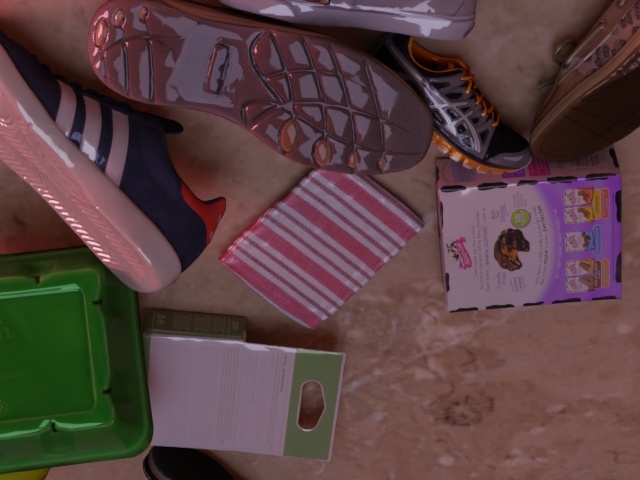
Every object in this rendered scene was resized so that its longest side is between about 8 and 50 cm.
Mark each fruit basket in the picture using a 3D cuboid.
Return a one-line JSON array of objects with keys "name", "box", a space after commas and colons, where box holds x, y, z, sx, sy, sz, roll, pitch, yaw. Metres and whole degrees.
[{"name": "fruit basket", "box": [-0.377, 0.160, 1.805, 0.392, 0.392, 0.283, -7, 85, 6]}]

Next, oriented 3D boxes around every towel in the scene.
[{"name": "towel", "box": [0.000, 0.000, 1.798, 0.144, 0.029, 0.197, 38, 114, -21]}]

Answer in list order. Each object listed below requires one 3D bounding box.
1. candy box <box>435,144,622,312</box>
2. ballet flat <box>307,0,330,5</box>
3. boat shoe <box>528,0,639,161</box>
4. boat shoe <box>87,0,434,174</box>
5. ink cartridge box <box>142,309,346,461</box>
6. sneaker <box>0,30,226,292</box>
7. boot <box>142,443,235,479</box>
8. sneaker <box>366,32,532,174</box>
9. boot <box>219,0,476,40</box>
[{"name": "candy box", "box": [0.227, -0.012, 1.759, 0.196, 0.070, 0.164, -4, 123, 3]}, {"name": "ballet flat", "box": [0.084, -0.275, 1.500, 0.250, 0.084, 0.058, -17, 86, 10]}, {"name": "boat shoe", "box": [0.314, -0.193, 1.642, 0.105, 0.089, 0.285, 17, 129, -41]}, {"name": "boat shoe", "box": [-0.051, -0.174, 1.615, 0.355, 0.130, 0.132, 21, 113, -1]}, {"name": "ink cartridge box", "box": [-0.096, 0.172, 1.893, 0.235, 0.056, 0.171, 4, 123, -4]}, {"name": "sneaker", "box": [-0.240, -0.114, 1.683, 0.350, 0.148, 0.131, 50, 151, -6]}, {"name": "boot", "box": [-0.168, 0.359, 1.993, 0.178, 0.085, 0.236, -38, 122, 24]}, {"name": "sneaker", "box": [0.137, -0.143, 1.670, 0.215, 0.084, 0.083, 30, 114, -16]}, {"name": "boot", "box": [0.032, -0.277, 1.591, 0.258, 0.095, 0.123, 5, 110, -6]}]
